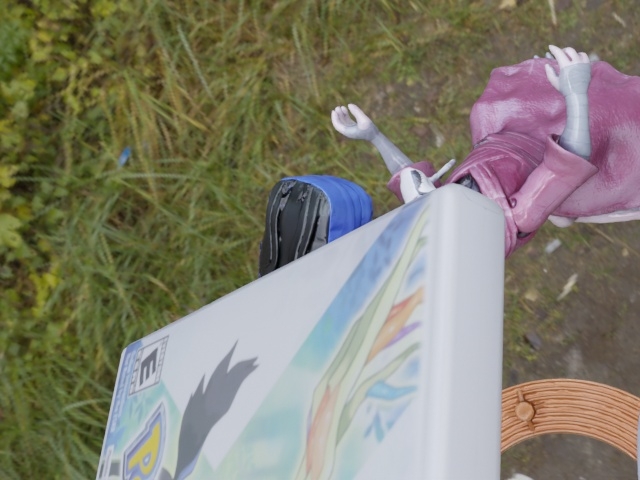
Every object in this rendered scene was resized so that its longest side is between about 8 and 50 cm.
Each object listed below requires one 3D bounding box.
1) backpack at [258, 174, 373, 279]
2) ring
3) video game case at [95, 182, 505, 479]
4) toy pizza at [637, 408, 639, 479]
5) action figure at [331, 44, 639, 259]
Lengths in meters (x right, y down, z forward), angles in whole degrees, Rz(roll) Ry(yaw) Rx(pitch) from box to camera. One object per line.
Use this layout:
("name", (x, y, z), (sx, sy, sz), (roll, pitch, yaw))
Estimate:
("backpack", (0.000, 0.000, 0.823), (0.098, 0.101, 0.120), (14, 108, 41))
("ring", (0.265, 0.318, 0.984), (0.337, 0.032, 0.336), (-2, 85, 18))
("video game case", (-0.042, 0.171, 0.392), (0.300, 0.036, 0.328), (-28, 47, 49))
("toy pizza", (0.173, 0.050, 0.263), (0.201, 0.032, 0.201), (-36, 42, 40))
("action figure", (0.188, -0.056, 0.932), (0.248, 0.275, 0.370), (-1, 29, 44))
